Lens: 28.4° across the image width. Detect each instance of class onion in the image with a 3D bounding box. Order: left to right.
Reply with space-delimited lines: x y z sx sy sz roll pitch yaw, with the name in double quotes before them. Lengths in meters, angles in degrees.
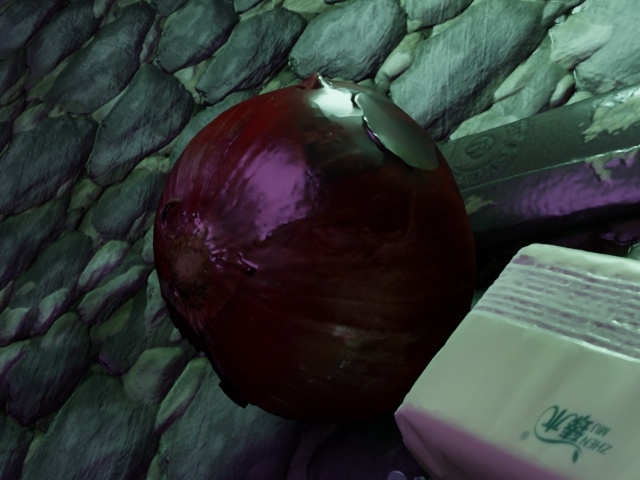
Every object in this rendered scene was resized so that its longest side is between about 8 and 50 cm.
"onion" -0.008 -0.002 1.238 0.341 0.341 0.341 -26 41 25

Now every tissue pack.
"tissue pack" 0.266 0.172 0.801 0.207 0.297 0.380 -50 22 -13

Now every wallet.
"wallet" 0.256 -0.083 1.315 0.321 0.044 0.170 -16 44 33

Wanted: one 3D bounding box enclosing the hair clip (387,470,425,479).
"hair clip" 0.076 0.266 1.167 0.030 0.039 0.115 -28 42 31
